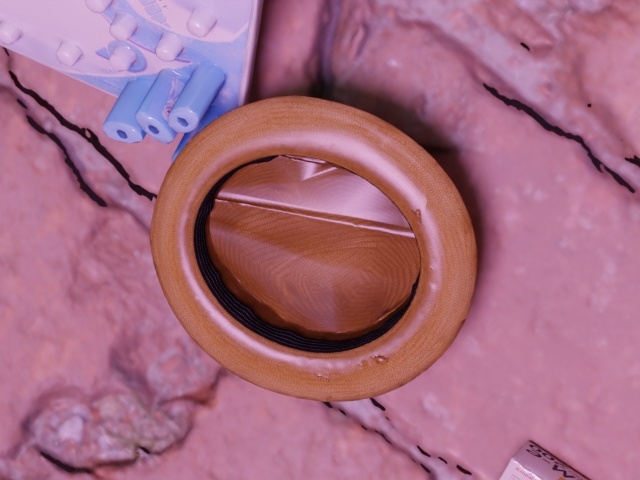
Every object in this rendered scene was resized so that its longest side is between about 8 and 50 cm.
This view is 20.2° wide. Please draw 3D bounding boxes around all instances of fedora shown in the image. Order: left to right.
[{"bbox_3d":[0.000,0.000,1.062,0.194,0.079,0.194,3,105,12],"label":"fedora"}]

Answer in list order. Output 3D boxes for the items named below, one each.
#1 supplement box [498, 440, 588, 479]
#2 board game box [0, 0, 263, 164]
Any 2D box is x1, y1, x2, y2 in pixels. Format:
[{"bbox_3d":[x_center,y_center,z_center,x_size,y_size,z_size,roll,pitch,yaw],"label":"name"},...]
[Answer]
[{"bbox_3d":[0.121,0.178,1.070,0.062,0.036,0.098,34,112,13],"label":"supplement box"},{"bbox_3d":[-0.211,-0.222,0.964,0.390,0.050,0.390,25,150,7],"label":"board game box"}]
